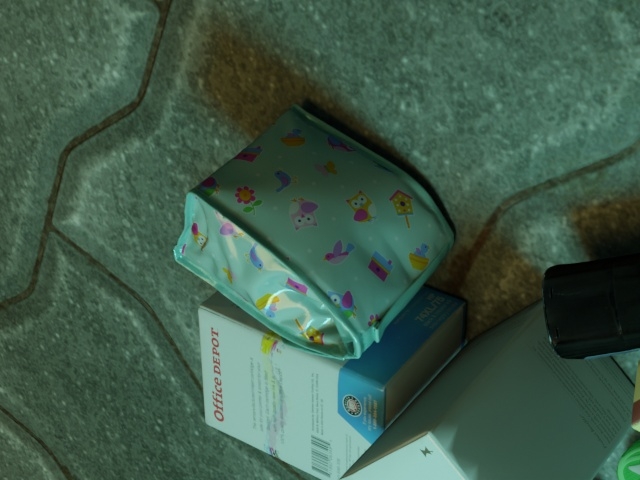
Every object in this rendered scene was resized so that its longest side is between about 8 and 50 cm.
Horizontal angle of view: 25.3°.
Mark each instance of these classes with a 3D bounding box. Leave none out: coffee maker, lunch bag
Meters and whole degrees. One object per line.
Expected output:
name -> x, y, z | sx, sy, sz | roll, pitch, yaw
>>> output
coffee maker -> 0.320, 0.057, 1.480 | 0.171, 0.120, 0.178 | 29, 151, -37
lunch bag -> 0.000, 0.000, 1.658 | 0.262, 0.223, 0.160 | 35, 141, 13

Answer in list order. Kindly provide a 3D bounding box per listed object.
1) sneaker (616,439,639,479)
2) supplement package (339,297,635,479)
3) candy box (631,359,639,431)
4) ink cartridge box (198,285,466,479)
sneaker -> 0.407, 0.294, 1.546 | 0.295, 0.124, 0.109 | -142, 55, -61
supplement package -> 0.197, 0.226, 1.602 | 0.177, 0.293, 0.175 | 52, 137, -1
candy box -> 0.486, 0.188, 1.398 | 0.316, 0.087, 0.183 | 31, 140, -17
ink cartridge box -> 0.013, 0.154, 1.774 | 0.270, 0.197, 0.198 | 21, 131, 27
